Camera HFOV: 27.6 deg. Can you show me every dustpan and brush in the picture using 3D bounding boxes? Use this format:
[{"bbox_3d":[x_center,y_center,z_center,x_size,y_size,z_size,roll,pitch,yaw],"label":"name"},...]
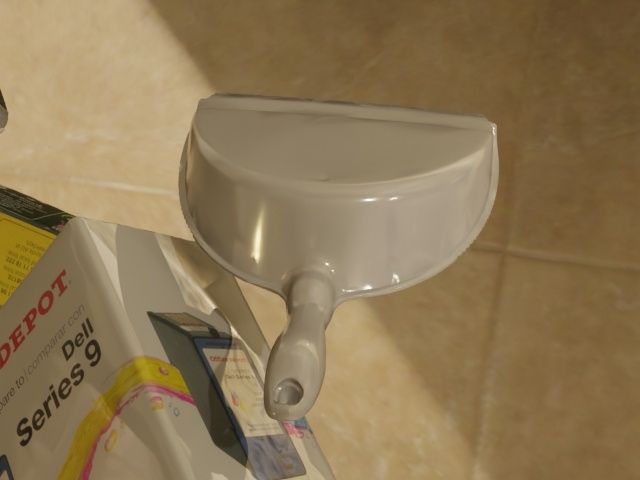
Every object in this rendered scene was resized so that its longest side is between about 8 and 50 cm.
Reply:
[{"bbox_3d":[0.000,0.000,0.541,0.147,0.211,0.060,5,113,5],"label":"dustpan and brush"}]

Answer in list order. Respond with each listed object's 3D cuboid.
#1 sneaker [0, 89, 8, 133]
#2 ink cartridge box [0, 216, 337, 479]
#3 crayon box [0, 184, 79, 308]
[{"bbox_3d":[-0.279,-0.181,0.978,0.083,0.084,0.214,-25,98,-16],"label":"sneaker"},{"bbox_3d":[-0.078,0.120,0.546,0.093,0.212,0.154,17,125,-45],"label":"ink cartridge box"},{"bbox_3d":[-0.300,0.112,1.065,0.202,0.081,0.318,23,101,10],"label":"crayon box"}]
